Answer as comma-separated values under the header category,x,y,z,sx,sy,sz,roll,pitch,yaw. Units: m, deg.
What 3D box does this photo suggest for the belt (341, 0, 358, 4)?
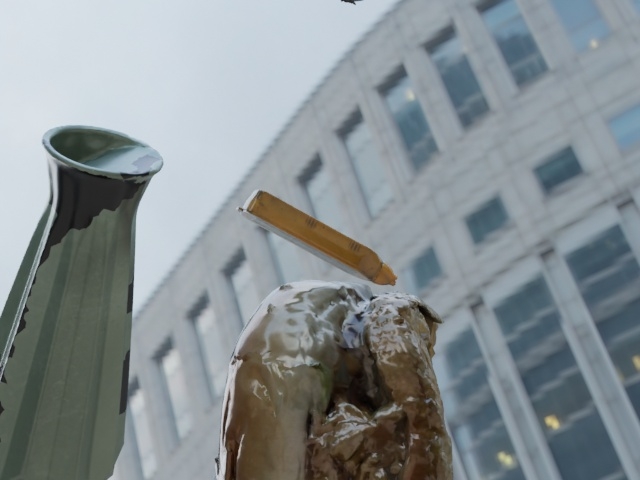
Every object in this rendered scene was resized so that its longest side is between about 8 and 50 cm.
category,x,y,z,sx,sy,sz,roll,pitch,yaw
belt,-0.006,-0.202,1.106,0.140,0.105,0.058,0,-52,-54

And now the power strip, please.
category,x,y,z,sx,sy,sz,roll,pitch,yaw
power strip,0.000,0.000,1.710,0.178,0.049,0.028,29,-99,-10

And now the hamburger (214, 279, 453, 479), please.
category,x,y,z,sx,sy,sz,roll,pitch,yaw
hamburger,0.011,0.149,1.012,0.146,0.243,0.286,3,-51,8

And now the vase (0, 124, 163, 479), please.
category,x,y,z,sx,sy,sz,roll,pitch,yaw
vase,-0.244,0.076,1.655,0.165,0.165,0.360,5,-67,-22
